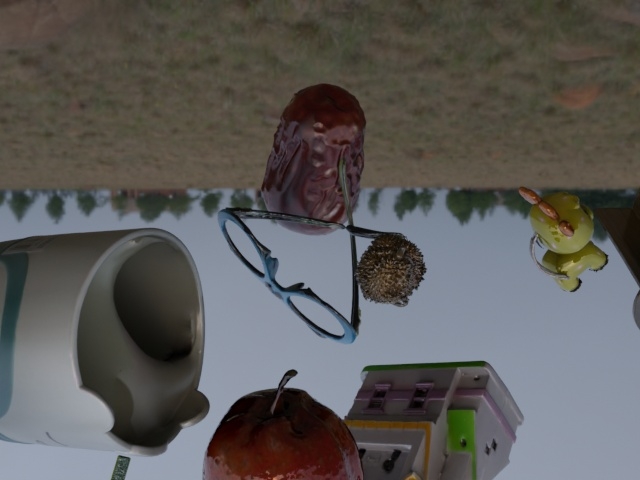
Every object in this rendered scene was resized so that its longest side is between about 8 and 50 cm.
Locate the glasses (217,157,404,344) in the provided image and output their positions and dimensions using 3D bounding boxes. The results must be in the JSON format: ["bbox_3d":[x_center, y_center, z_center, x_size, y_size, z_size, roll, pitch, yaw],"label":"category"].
[{"bbox_3d":[-0.006,0.001,0.913,0.239,0.207,0.102,41,-171,7],"label":"glasses"}]

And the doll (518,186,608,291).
[{"bbox_3d":[0.424,-0.014,1.277,0.221,0.135,0.143,43,-168,-40],"label":"doll"}]

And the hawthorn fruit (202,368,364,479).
[{"bbox_3d":[-0.035,0.208,0.684,0.157,0.194,0.157,0,-161,0],"label":"hawthorn fruit"}]

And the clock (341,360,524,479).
[{"bbox_3d":[0.120,0.335,0.993,0.235,0.166,0.309,-11,-145,40],"label":"clock"}]

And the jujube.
[{"bbox_3d":[-0.005,-0.117,1.073,0.155,0.230,0.155,9,-139,-7],"label":"jujube"}]

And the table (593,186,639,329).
[{"bbox_3d":[0.508,0.015,1.063,0.167,0.167,0.226,0,-143,-2],"label":"table"}]

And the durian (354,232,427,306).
[{"bbox_3d":[0.077,0.029,0.758,0.080,0.080,0.091,-1,146,-17],"label":"durian"}]

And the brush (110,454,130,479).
[{"bbox_3d":[-0.277,0.333,0.963,0.019,0.083,0.021,19,168,-14],"label":"brush"}]

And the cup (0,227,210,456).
[{"bbox_3d":[-0.251,0.108,0.768,0.258,0.219,0.290,-2,168,22],"label":"cup"}]
